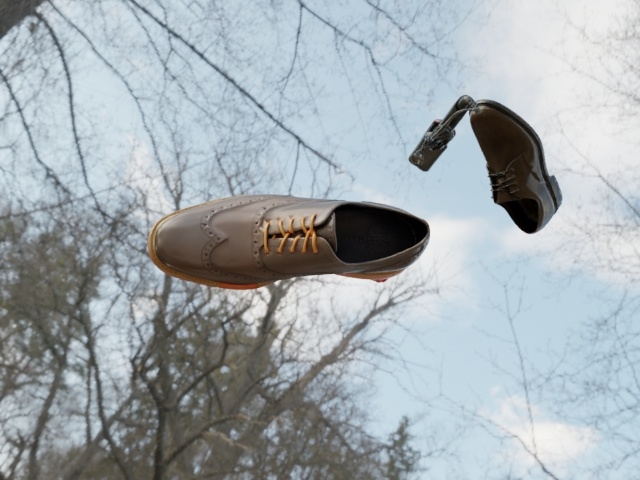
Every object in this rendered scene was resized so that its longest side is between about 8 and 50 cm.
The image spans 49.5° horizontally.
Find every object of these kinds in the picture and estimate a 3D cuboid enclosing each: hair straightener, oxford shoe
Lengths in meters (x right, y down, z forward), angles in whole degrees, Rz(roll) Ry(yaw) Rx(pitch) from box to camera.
[{"bbox_3d":[0.172,-0.140,0.997,0.047,0.089,0.230,36,-14,-4],"label":"hair straightener"},{"bbox_3d":[0.282,-0.104,1.022,0.082,0.096,0.227,-13,-59,51],"label":"oxford shoe"},{"bbox_3d":[-0.037,-0.011,0.893,0.363,0.130,0.133,-3,-10,-12],"label":"oxford shoe"}]

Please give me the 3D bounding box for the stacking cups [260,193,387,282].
[{"bbox_3d":[0.000,0.000,1.370,0.316,0.096,0.096,22,-39,25],"label":"stacking cups"}]
